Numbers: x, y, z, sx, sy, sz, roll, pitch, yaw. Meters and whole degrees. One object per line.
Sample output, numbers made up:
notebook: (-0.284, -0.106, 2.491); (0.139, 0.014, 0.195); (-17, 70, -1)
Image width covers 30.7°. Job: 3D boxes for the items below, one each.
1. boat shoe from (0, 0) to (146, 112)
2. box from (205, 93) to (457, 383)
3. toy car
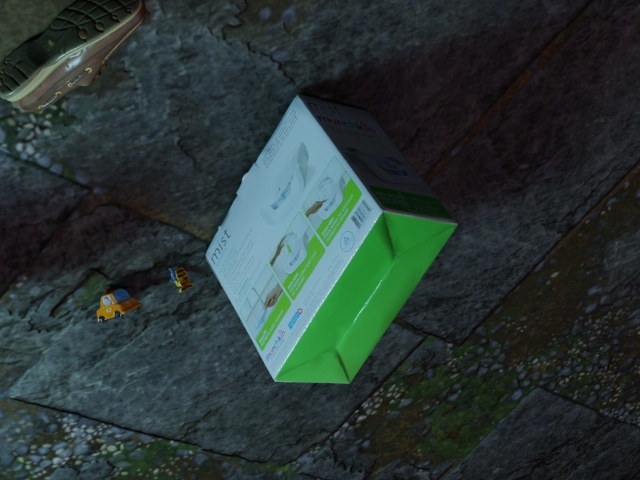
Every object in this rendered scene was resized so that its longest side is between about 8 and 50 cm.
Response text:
boat shoe: (-0.249, -0.193, 1.194); (0.178, 0.064, 0.060); (-33, 144, 10)
box: (0.000, 0.000, 1.399); (0.127, 0.231, 0.262); (9, 124, -38)
toy car: (-0.229, 0.065, 1.482); (0.122, 0.060, 0.040); (-25, 96, -33)
